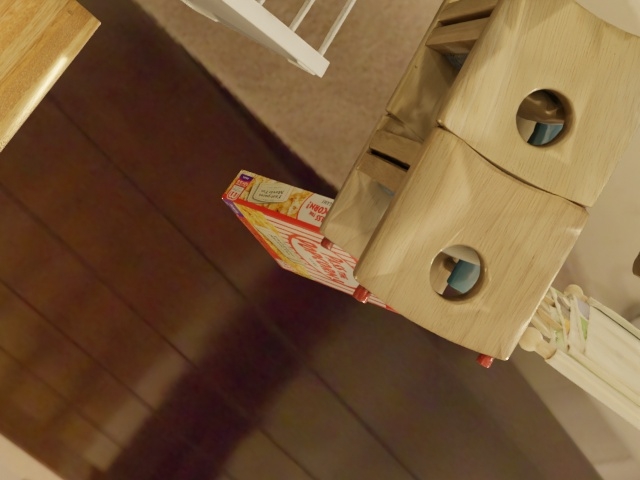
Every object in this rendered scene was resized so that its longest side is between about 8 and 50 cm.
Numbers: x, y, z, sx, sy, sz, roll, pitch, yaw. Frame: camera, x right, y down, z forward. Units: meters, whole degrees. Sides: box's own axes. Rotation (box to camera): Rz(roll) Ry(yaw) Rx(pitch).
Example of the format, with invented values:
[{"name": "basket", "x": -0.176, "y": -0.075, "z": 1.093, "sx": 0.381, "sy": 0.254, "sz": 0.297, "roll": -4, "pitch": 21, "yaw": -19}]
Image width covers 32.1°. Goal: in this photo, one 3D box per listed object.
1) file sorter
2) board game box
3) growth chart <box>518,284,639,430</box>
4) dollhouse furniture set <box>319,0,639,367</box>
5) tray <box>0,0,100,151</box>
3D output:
[{"name": "file sorter", "x": -0.085, "y": -0.308, "z": 1.042, "sx": 0.193, "sy": 0.278, "sz": 0.173, "roll": 33, "pitch": -87, "yaw": 29}, {"name": "board game box", "x": 0.000, "y": 0.000, "z": 1.234, "sx": 0.193, "sy": 0.147, "sz": 0.045, "roll": 19, "pitch": -112, "yaw": 42}, {"name": "growth chart", "x": 0.221, "y": 0.088, "z": 0.817, "sx": 0.021, "sy": 0.172, "sz": 0.237, "roll": -55, "pitch": 169, "yaw": 17}, {"name": "dollhouse furniture set", "x": 0.112, "y": -0.004, "z": 0.456, "sx": 0.129, "sy": 0.184, "sz": 0.129, "roll": -61, "pitch": -171, "yaw": 5}, {"name": "tray", "x": -0.317, "y": -0.004, "z": 0.689, "sx": 0.411, "sy": 0.076, "sz": 0.203, "roll": -54, "pitch": -150, "yaw": -6}]
